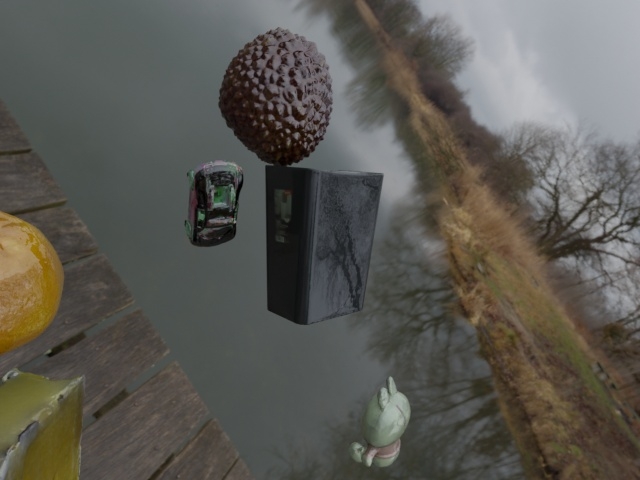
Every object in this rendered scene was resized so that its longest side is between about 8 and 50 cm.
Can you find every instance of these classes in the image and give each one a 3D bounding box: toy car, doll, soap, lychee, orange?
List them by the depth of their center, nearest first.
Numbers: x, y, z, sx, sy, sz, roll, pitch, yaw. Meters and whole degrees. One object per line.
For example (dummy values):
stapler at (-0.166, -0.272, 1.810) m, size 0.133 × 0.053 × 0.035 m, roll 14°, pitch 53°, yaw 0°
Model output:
soap at (-0.286, 0.252, 0.407) m, size 0.135 × 0.076 × 0.233 m, roll -96°, pitch -167°, yaw -77°
orange at (-0.331, 0.035, 0.416) m, size 0.159 × 0.136 × 0.159 m, roll 29°, pitch 25°, yaw -15°
toy car at (-0.139, -0.042, 0.582) m, size 0.069 × 0.142 × 0.055 m, roll -9°, pitch 46°, yaw -29°
lychee at (-0.059, -0.222, 0.676) m, size 0.188 × 0.188 × 0.188 m, roll 45°, pitch 26°, yaw -29°
doll at (0.155, 0.447, 1.051) m, size 0.113 × 0.274 × 0.155 m, roll 33°, pitch 41°, yaw 26°

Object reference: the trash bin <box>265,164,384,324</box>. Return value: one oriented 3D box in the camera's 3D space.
trash bin at (0.000, 0.000, 0.691) m, size 0.165 × 0.115 × 0.225 m, roll -6°, pitch 105°, yaw -45°
